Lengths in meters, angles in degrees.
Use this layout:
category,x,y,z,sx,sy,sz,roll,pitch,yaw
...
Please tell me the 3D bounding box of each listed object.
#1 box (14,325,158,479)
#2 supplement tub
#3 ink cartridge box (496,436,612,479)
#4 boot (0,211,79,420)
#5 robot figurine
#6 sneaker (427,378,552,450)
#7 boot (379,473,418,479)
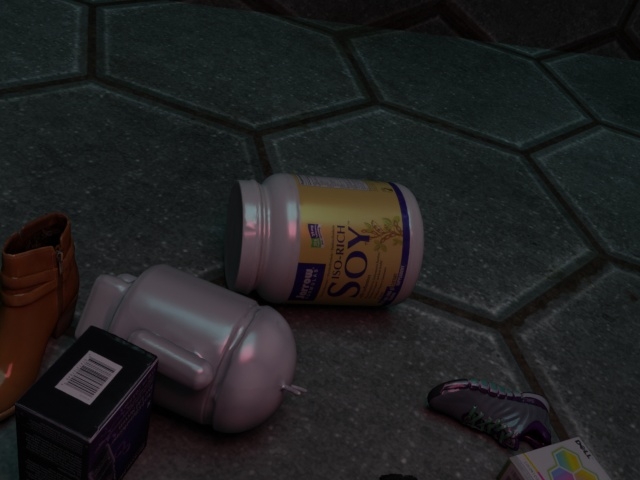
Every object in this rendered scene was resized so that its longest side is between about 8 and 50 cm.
category,x,y,z,sx,sy,sz,roll,pitch,yaw
box,-0.305,0.245,0.910,0.108,0.207,0.153,23,40,8
supplement tub,0.000,0.000,1.293,0.331,0.241,0.241,3,40,-16
ink cartridge box,0.401,0.386,1.112,0.209,0.062,0.109,-5,42,-26
boot,-0.439,0.108,1.015,0.108,0.220,0.283,22,38,6
robot figurine,-0.187,0.164,1.057,0.353,0.200,0.300,21,4,7
sneaker,0.292,0.299,1.167,0.223,0.083,0.098,10,44,-10
boot,0.102,0.390,1.013,0.121,0.045,0.099,13,39,-13
